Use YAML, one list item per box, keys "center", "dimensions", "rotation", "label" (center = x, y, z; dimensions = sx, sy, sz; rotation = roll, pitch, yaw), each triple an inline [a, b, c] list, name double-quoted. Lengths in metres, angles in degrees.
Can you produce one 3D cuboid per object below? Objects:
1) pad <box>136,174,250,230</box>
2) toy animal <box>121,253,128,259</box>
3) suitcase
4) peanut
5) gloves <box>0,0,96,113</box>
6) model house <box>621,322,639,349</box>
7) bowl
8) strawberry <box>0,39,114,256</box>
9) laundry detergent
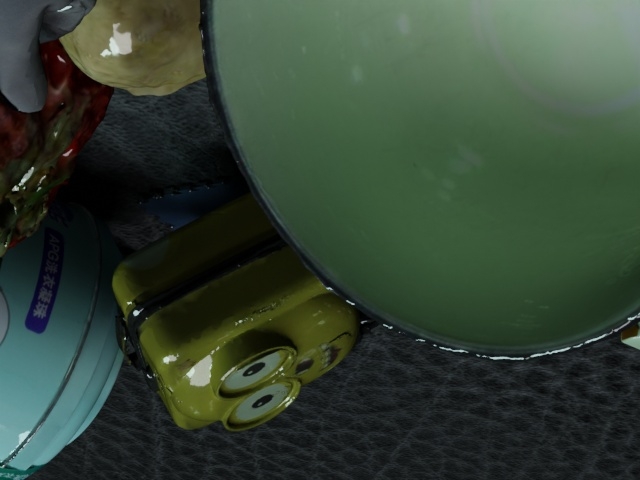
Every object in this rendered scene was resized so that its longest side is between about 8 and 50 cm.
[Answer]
- center: [0.000, 0.000, 1.494]
  dimensions: [0.269, 0.012, 0.270]
  rotation: [-8, 150, 33]
  label: "pad"
- center: [-0.203, 0.043, 1.608]
  dimensions: [0.083, 0.060, 0.081]
  rotation: [31, 108, -36]
  label: "toy animal"
- center: [-0.060, 0.063, 1.372]
  dimensions: [0.235, 0.143, 0.194]
  rotation: [-27, 157, -10]
  label: "suitcase"
- center: [-0.115, -0.186, 0.986]
  dimensions: [0.122, 0.137, 0.253]
  rotation: [-1, 139, -2]
  label: "peanut"
- center: [-0.179, -0.159, 0.857]
  dimensions: [0.119, 0.142, 0.285]
  rotation: [-13, 171, -22]
  label: "gloves"
- center: [0.341, 0.034, 1.305]
  dimensions: [0.100, 0.127, 0.149]
  rotation: [23, 155, -26]
  label: "model house"
- center: [0.119, -0.124, 0.906]
  dimensions: [0.354, 0.353, 0.185]
  rotation: [-14, -171, 41]
  label: "bowl"
- center: [-0.280, -0.112, 1.127]
  dimensions: [0.220, 0.274, 0.274]
  rotation: [41, 158, 12]
  label: "strawberry"
- center: [-0.350, 0.062, 1.429]
  dimensions: [0.305, 0.287, 0.287]
  rotation: [27, 150, -32]
  label: "laundry detergent"
